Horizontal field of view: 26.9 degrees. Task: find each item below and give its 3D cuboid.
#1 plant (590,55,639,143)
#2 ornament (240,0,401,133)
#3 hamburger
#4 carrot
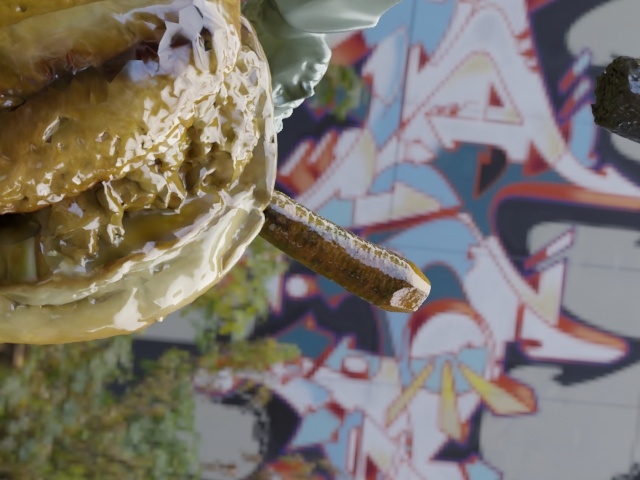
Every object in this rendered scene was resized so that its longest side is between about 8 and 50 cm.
[{"bbox_3d":[0.327,-0.124,1.235,0.092,0.143,0.094,123,-20,-63],"label":"plant"},{"bbox_3d":[-0.021,-0.217,1.251,0.285,0.120,0.130,-48,-139,44],"label":"ornament"},{"bbox_3d":[-0.137,-0.079,0.633,0.163,0.244,0.244,71,15,-48],"label":"hamburger"},{"bbox_3d":[0.000,0.000,0.932,0.042,0.170,0.042,-52,-163,23],"label":"carrot"}]
